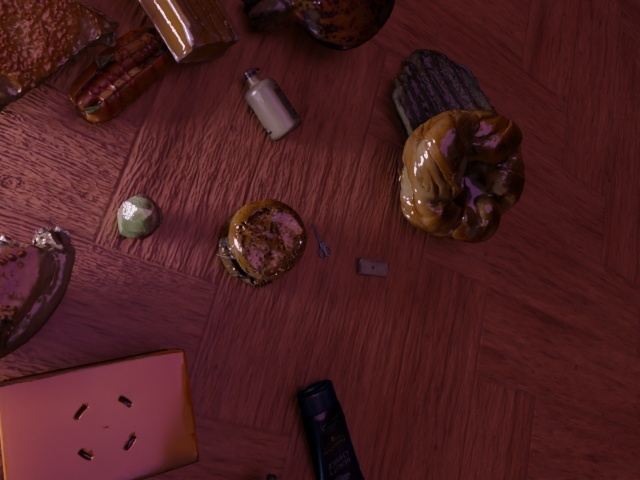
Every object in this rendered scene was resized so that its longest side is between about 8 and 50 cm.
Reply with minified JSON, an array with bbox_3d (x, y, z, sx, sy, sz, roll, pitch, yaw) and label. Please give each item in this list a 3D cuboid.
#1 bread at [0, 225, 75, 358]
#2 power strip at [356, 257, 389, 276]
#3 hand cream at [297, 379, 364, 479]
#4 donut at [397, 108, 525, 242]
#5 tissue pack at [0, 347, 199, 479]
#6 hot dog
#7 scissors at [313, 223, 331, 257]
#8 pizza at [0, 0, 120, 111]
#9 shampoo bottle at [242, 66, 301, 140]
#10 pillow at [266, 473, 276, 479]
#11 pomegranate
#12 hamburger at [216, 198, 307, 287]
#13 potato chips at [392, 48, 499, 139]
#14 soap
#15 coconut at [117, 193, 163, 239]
[{"bbox_3d":[-0.527,0.092,0.767,0.314,0.171,0.192,-11,90,-31],"label":"bread"},{"bbox_3d":[0.126,0.065,1.250,0.090,0.016,0.040,8,77,-30],"label":"power strip"},{"bbox_3d":[0.021,0.440,1.108,0.120,0.061,0.270,-20,100,-37],"label":"hand cream"},{"bbox_3d":[0.355,-0.164,1.293,0.360,0.170,0.360,-8,108,-25],"label":"donut"},{"bbox_3d":[-0.363,0.293,0.847,0.275,0.145,0.194,-5,86,-32],"label":"tissue pack"},{"bbox_3d":[-0.372,-0.330,0.988,0.104,0.076,0.250,46,64,-16],"label":"hot dog"},{"bbox_3d":[0.000,0.000,1.192,0.036,0.006,0.083,-24,94,-34],"label":"scissors"},{"bbox_3d":[-0.484,-0.345,0.872,0.288,0.075,0.279,-14,112,-39],"label":"pizza"},{"bbox_3d":[-0.115,-0.304,1.133,0.079,0.079,0.162,-42,103,-29],"label":"shampoo bottle"},{"bbox_3d":[-0.170,0.632,0.916,0.310,0.119,0.312,-18,93,-35],"label":"pillow"},{"bbox_3d":[-0.009,-0.553,1.160,0.341,0.285,0.284,-24,95,-1],"label":"pomegranate"},{"bbox_3d":[-0.122,0.007,1.056,0.186,0.113,0.177,-14,90,-33],"label":"hamburger"},{"bbox_3d":[0.362,-0.329,1.427,0.358,0.070,0.429,-41,103,-30],"label":"potato chips"},{"bbox_3d":[-0.290,-0.499,1.026,0.274,0.089,0.173,59,31,-7],"label":"soap"},{"bbox_3d":[-0.334,-0.044,0.957,0.081,0.082,0.083,11,78,-24],"label":"coconut"}]
